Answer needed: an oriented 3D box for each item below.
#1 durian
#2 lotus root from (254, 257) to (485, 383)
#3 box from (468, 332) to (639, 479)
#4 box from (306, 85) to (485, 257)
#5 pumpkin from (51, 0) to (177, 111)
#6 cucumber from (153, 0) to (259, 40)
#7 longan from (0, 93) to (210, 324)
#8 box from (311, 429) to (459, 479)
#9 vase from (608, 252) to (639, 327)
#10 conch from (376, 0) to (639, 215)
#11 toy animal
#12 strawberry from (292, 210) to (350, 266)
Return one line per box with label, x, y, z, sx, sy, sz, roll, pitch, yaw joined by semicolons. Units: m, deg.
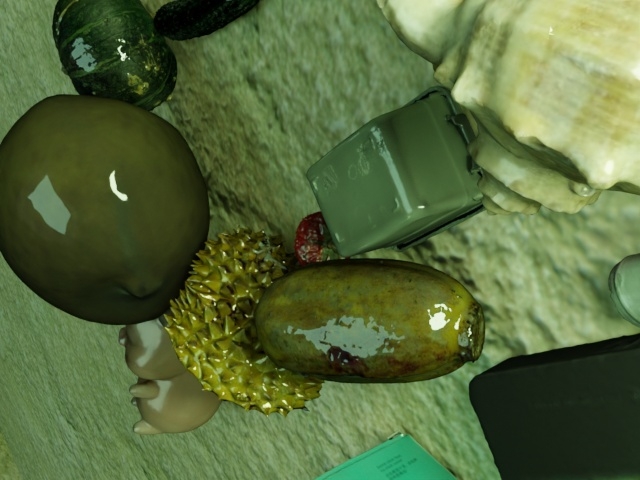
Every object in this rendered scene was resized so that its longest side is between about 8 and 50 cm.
durian;-0.073;0.083;0.977;0.250;0.183;0.138;51;121;28
lotus root;0.044;0.077;0.819;0.241;0.124;0.123;-6;80;30
box;0.270;0.174;0.641;0.350;0.058;0.211;-25;87;56
box;0.064;-0.054;0.787;0.172;0.092;0.124;-33;78;56
pumpkin;-0.270;-0.251;1.112;0.190;0.146;0.190;-15;-90;-87
cucumber;-0.127;-0.276;0.994;0.052;0.058;0.214;36;159;-32
longan;-0.275;-0.038;1.062;0.288;0.288;0.350;62;167;13
box;0.106;0.356;0.832;0.311;0.205;0.118;37;131;39
vase;0.273;-0.003;0.533;0.086;0.086;0.214;62;150;13
conch;0.174;-0.179;0.486;0.297;0.210;0.352;36;91;20
toy animal;-0.214;0.172;1.244;0.166;0.154;0.250;-121;26;-54
strawberry;0.000;0.000;0.934;0.083;0.073;0.073;-154;52;-66
